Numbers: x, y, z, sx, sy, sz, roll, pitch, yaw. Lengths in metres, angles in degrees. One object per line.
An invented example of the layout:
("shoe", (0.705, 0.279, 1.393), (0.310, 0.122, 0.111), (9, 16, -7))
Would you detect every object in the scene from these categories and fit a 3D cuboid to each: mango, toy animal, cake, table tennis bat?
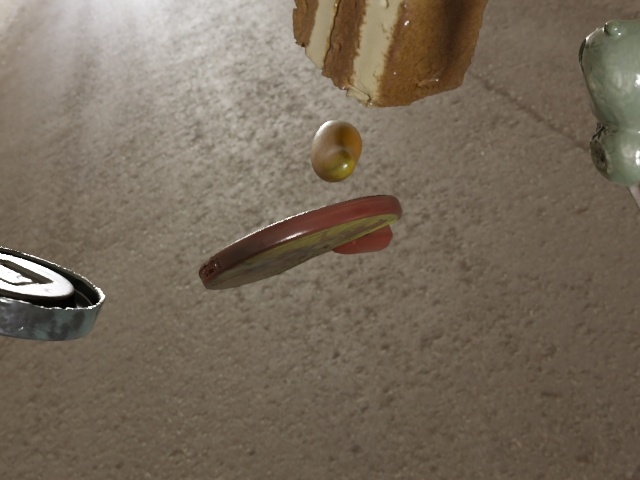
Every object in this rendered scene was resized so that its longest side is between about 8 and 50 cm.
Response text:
("mango", (0.031, -0.160, 1.449), (0.102, 0.085, 0.184), (-35, 30, 19))
("toy animal", (0.340, -0.129, 0.866), (0.108, 0.236, 0.138), (7, 8, 42))
("cake", (0.124, -0.420, 1.385), (0.255, 0.282, 0.290), (-24, 52, -35))
("table tennis bat", (0.000, 0.000, 1.061), (0.268, 0.051, 0.414), (-25, -8, 24))

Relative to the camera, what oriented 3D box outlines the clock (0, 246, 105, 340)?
("clock", (-0.457, 0.070, 1.132), (0.280, 0.280, 0.055), (29, 101, 56))
